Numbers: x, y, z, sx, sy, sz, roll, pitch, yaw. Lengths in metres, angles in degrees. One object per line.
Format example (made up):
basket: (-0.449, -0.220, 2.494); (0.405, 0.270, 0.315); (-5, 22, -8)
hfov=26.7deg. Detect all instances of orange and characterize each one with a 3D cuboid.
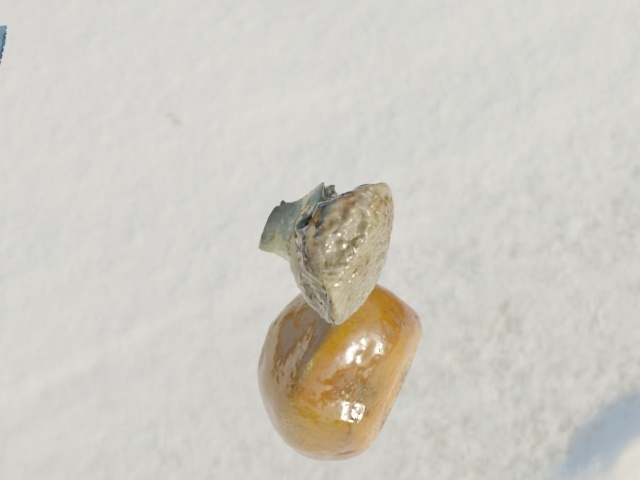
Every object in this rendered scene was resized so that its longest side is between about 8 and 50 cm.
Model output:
orange: (0.016, 0.156, 1.754); (0.183, 0.249, 0.249); (24, 51, 12)

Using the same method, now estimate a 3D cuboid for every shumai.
shumai: (0.001, 0.002, 1.289); (0.116, 0.146, 0.145); (24, 51, 18)

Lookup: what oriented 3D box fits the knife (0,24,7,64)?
knife: (-0.362, -0.124, 1.370); (0.044, 0.019, 0.313); (-4, 46, 8)
